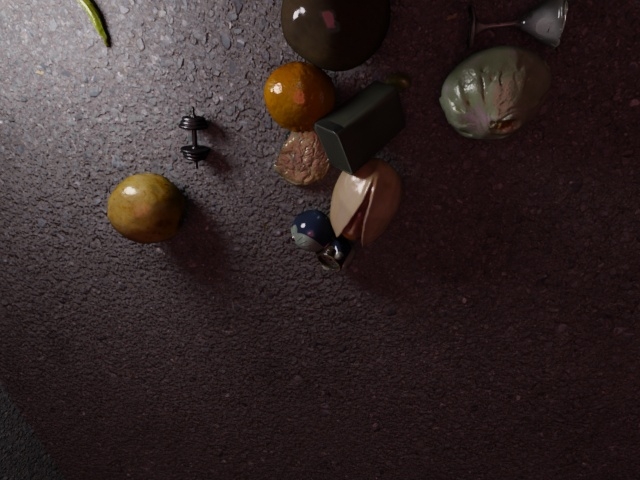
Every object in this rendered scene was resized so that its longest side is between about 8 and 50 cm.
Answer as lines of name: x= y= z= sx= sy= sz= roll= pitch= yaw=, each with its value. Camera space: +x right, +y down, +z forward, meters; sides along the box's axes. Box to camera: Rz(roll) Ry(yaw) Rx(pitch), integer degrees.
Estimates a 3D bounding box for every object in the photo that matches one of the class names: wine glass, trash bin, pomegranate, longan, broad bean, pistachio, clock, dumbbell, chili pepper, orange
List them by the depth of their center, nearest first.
longan: x=0.037 y=-0.598 z=1.116 sx=0.298 sy=0.297 sz=0.297 roll=4 pitch=116 yaw=8
wine glass: x=0.521 y=-0.586 z=1.128 sx=0.232 sy=0.156 sz=0.156 roll=1 pitch=116 yaw=14
trash bin: x=0.125 y=-0.337 z=1.245 sx=0.240 sy=0.122 sz=0.164 roll=-40 pitch=136 yaw=-12
orange: x=-0.062 y=-0.427 z=1.252 sx=0.219 sy=0.193 sz=0.219 roll=1 pitch=160 yaw=0
broad bean: x=0.235 y=-0.482 z=1.277 sx=0.083 sy=0.045 sz=0.063 roll=-9 pitch=125 yaw=22
chili pepper: x=-0.731 y=-0.723 z=1.321 sx=0.049 sy=0.043 sz=0.208 roll=-29 pitch=109 yaw=7
pistachio: x=0.146 y=-0.129 z=1.359 sx=0.230 sy=0.230 sz=0.308 roll=20 pitch=119 yaw=0
dumbbell: x=-0.428 y=-0.348 z=1.419 sx=0.099 sy=0.099 sz=0.208 roll=7 pitch=115 yaw=6
pomegranate: x=-0.619 y=-0.114 z=1.488 sx=0.261 sy=0.260 sz=0.260 roll=4 pitch=116 yaw=8
clock: x=0.000 y=0.000 z=1.490 sx=0.243 sy=0.146 sz=0.200 roll=46 pitch=157 yaw=-18

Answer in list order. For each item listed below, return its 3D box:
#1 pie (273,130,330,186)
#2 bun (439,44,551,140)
pie: x=-0.055 y=-0.279 z=1.416 sx=0.185 sy=0.052 sz=0.218 roll=31 pitch=114 yaw=-4
bun: x=0.487 y=-0.379 z=1.165 sx=0.293 sy=0.187 sz=0.293 roll=8 pitch=143 yaw=6
